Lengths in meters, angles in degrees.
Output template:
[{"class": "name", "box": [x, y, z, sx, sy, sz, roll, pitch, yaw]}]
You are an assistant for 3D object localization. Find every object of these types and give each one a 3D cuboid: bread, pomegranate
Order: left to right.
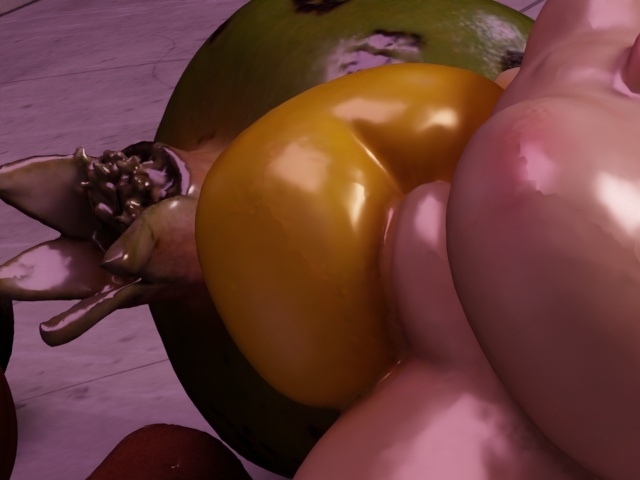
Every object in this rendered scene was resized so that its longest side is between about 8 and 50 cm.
[{"class": "bread", "box": [-0.083, 0.147, 0.912, 0.119, 0.067, 0.192, -11, 18, 15]}, {"class": "pomegranate", "box": [0.012, -0.020, 0.899, 0.291, 0.323, 0.291, -36, 38, 34]}]

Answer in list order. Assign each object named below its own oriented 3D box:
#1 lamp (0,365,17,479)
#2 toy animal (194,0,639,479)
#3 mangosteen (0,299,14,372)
[{"class": "lamp", "box": [-0.262, 0.122, 0.935, 0.223, 0.196, 0.223, -40, -11, -10]}, {"class": "toy animal", "box": [0.098, 0.028, 0.624, 0.345, 0.277, 0.247, -58, 8, -35]}, {"class": "mangosteen", "box": [-0.312, 0.026, 1.183, 0.211, 0.250, 0.211, -5, 1, 0]}]
